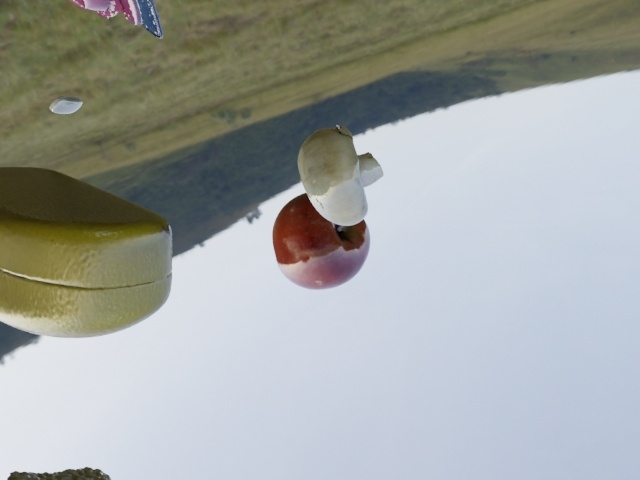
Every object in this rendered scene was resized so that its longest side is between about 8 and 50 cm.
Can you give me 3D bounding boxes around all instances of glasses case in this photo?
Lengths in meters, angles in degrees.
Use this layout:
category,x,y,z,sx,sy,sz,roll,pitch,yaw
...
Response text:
category,x,y,z,sx,sy,sz,roll,pitch,yaw
glasses case,-0.323,0.011,0.829,0.173,0.141,0.371,-6,-162,-42
glasses case,-0.457,-0.244,1.279,0.032,0.021,0.083,-41,-179,14

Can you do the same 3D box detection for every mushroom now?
category,x,y,z,sx,sy,sz,roll,pitch,yaw
mushroom,0.032,-0.096,1.058,0.122,0.154,0.154,-15,-164,-7

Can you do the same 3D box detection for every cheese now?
category,x,y,z,sx,sy,sz,roll,pitch,yaw
cheese,-0.302,-0.352,0.954,0.244,0.155,0.062,34,-112,19

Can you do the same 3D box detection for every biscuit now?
category,x,y,z,sx,sy,sz,roll,pitch,yaw
biscuit,-0.484,0.449,1.298,0.188,0.040,0.265,2,171,13

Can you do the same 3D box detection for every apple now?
category,x,y,z,sx,sy,sz,roll,pitch,yaw
apple,0.000,0.000,1.849,0.216,0.260,0.260,-23,-169,46
